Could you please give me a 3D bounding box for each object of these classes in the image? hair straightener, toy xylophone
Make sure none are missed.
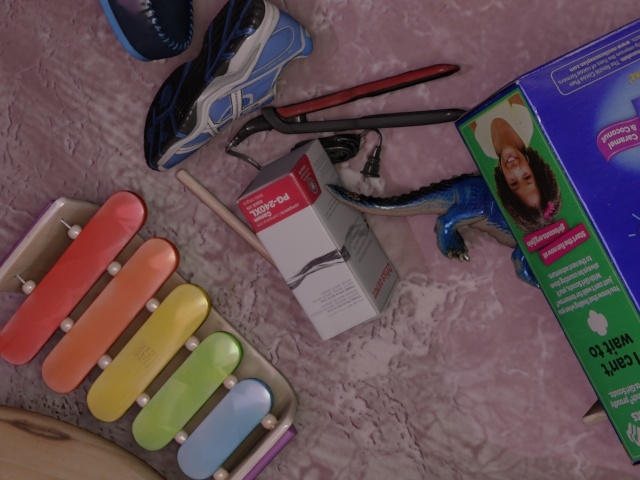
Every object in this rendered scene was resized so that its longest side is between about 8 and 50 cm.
[{"bbox_3d":[0.023,-0.093,1.744,0.230,0.047,0.089,-12,91,18],"label":"hair straightener"},{"bbox_3d":[-0.141,0.075,1.793,0.323,0.081,0.236,36,103,11],"label":"toy xylophone"}]

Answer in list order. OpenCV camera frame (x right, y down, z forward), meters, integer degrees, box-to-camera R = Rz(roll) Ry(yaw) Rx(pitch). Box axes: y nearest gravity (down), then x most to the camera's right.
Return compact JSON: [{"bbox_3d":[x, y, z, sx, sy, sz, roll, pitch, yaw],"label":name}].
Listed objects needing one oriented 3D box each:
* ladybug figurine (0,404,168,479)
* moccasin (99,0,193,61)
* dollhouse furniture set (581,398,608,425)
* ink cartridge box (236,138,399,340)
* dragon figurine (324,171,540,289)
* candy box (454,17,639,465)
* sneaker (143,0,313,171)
[{"bbox_3d":[-0.272,0.300,1.809,0.449,0.162,0.305,17,102,14],"label":"ladybug figurine"},{"bbox_3d":[-0.151,-0.335,1.729,0.117,0.138,0.342,-8,93,20],"label":"moccasin"},{"bbox_3d":[0.324,0.186,1.637,0.144,0.123,0.151,-22,88,18],"label":"dollhouse furniture set"},{"bbox_3d":[0.000,0.000,1.711,0.063,0.109,0.150,-27,101,19],"label":"ink cartridge box"},{"bbox_3d":[0.161,-0.048,1.685,0.289,0.085,0.144,20,98,10],"label":"dragon figurine"},{"bbox_3d":[0.304,-0.022,1.558,0.268,0.122,0.317,-26,85,-26],"label":"candy box"},{"bbox_3d":[-0.088,-0.130,1.758,0.211,0.081,0.080,-45,42,34],"label":"sneaker"}]
